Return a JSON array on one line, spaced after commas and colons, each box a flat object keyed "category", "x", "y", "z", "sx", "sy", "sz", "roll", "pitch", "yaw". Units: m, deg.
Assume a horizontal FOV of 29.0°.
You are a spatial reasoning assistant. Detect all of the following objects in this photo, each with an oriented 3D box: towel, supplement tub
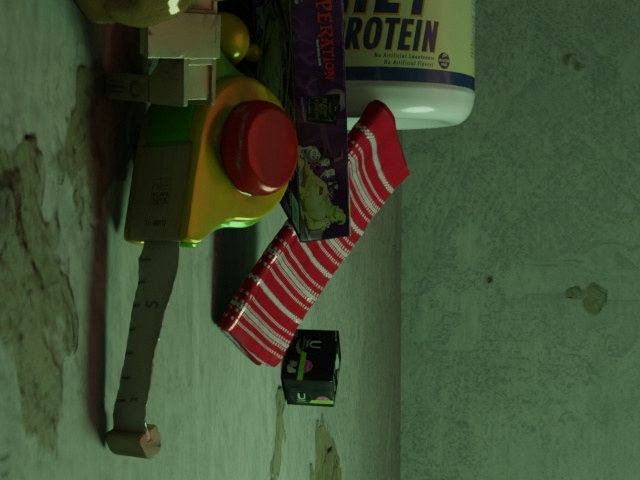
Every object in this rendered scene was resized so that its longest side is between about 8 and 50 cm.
[{"category": "towel", "x": 0.000, "y": 0.000, "z": 1.265, "sx": 0.275, "sy": 0.031, "sz": 0.199, "roll": -55, "pitch": 163, "yaw": -9}, {"category": "supplement tub", "x": 0.051, "y": -0.288, "z": 1.347, "sx": 0.235, "sy": 0.236, "sz": 0.324, "roll": -9, "pitch": 99, "yaw": -81}]

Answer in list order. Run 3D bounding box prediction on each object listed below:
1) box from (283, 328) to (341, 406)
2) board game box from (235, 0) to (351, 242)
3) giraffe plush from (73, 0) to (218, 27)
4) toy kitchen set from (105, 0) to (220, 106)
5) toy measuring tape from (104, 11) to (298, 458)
[{"category": "box", "x": -0.009, "y": 0.157, "z": 1.529, "sx": 0.083, "sy": 0.062, "sz": 0.052, "roll": -81, "pitch": 169, "yaw": -46}, {"category": "board game box", "x": -0.031, "y": -0.148, "z": 1.094, "sx": 0.347, "sy": 0.056, "sz": 0.208, "roll": -120, "pitch": -158, "yaw": -69}, {"category": "giraffe plush", "x": -0.095, "y": -0.253, "z": 0.750, "sx": 0.170, "sy": 0.181, "sz": 0.210, "roll": 59, "pitch": 36, "yaw": -31}, {"category": "toy kitchen set", "x": -0.117, "y": -0.133, "z": 0.823, "sx": 0.068, "sy": 0.075, "sz": 0.083, "roll": -11, "pitch": 106, "yaw": -53}, {"category": "toy measuring tape", "x": -0.083, "y": -0.004, "z": 0.908, "sx": 0.121, "sy": 0.121, "sz": 0.330, "roll": 47, "pitch": 50, "yaw": -77}]
